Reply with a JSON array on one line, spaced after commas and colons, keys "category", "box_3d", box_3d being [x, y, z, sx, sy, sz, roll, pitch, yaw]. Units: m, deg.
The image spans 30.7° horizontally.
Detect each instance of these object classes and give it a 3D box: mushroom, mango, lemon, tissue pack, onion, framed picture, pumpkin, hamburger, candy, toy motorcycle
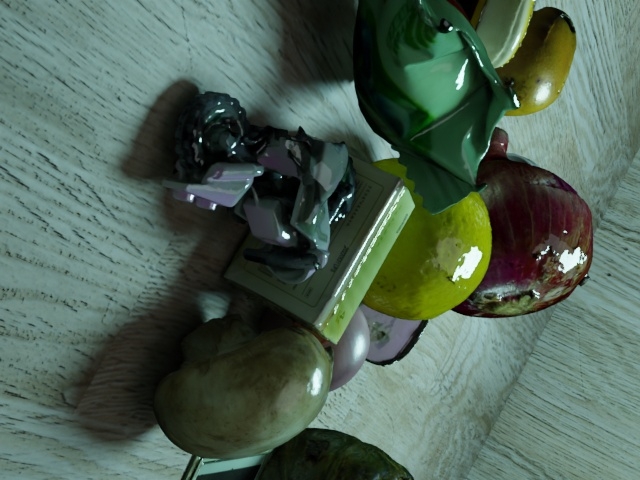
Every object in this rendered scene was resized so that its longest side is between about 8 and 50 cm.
[{"category": "mushroom", "box_3d": [-0.096, 0.192, 1.540, 0.254, 0.184, 0.255, -29, 160, -12]}, {"category": "mango", "box_3d": [0.393, -0.334, 2.131, 0.236, 0.136, 0.166, -51, 153, -40]}, {"category": "lemon", "box_3d": [0.137, -0.003, 1.778, 0.260, 0.260, 0.284, -55, 157, -20]}, {"category": "tissue pack", "box_3d": [0.000, 0.000, 1.588, 0.234, 0.159, 0.125, -60, 157, -8]}, {"category": "onion", "box_3d": [0.333, -0.043, 2.169, 0.348, 0.347, 0.385, 68, 17, -62]}, {"category": "framed picture", "box_3d": [-0.177, 0.435, 1.877, 0.231, 0.018, 0.293, -65, 158, 4]}, {"category": "pumpkin", "box_3d": [0.025, 0.469, 2.066, 0.256, 0.225, 0.303, -50, 158, -35]}, {"category": "hamburger", "box_3d": [0.265, -0.372, 1.779, 0.116, 0.173, 0.210, 5, 114, -26]}, {"category": "mushroom", "box_3d": [0.113, 0.126, 2.054, 0.188, 0.141, 0.117, -63, -168, -10]}, {"category": "candy", "box_3d": [0.112, -0.254, 1.459, 0.172, 0.263, 0.398, -28, 143, -3]}, {"category": "toy motorcycle", "box_3d": [-0.063, -0.052, 1.390, 0.327, 0.143, 0.188, 18, 84, -54]}]

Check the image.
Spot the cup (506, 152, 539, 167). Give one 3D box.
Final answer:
[{"category": "cup", "box_3d": [0.390, -0.090, 2.402, 0.142, 0.134, 0.174, 0, 114, -68]}]

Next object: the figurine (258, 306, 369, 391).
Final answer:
[{"category": "figurine", "box_3d": [-0.009, 0.144, 1.728, 0.173, 0.173, 0.173, -48, 154, -33]}]
